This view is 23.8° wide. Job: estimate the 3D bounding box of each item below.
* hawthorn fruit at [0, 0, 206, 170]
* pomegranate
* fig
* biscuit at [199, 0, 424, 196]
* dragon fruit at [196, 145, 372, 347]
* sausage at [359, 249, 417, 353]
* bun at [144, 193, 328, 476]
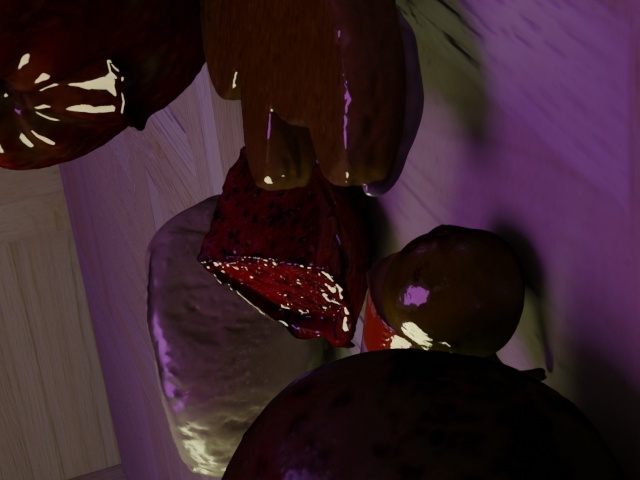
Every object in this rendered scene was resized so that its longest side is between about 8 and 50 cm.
[{"bbox_3d":[-0.263,-0.275,1.286,0.403,0.402,0.403,165,90,-76],"label":"hawthorn fruit"},{"bbox_3d":[0.069,0.199,0.798,0.306,0.242,0.242,60,180,-45],"label":"pomegranate"},{"bbox_3d":[0.079,0.040,0.854,0.082,0.084,0.098,-50,-55,-63],"label":"fig"},{"bbox_3d":[-0.014,-0.174,1.011,0.432,0.064,0.283,-170,77,-76],"label":"biscuit"},{"bbox_3d":[0.001,0.001,1.134,0.161,0.120,0.127,3,66,50],"label":"dragon fruit"},{"bbox_3d":[0.058,0.114,1.011,0.274,0.074,0.074,94,157,-51],"label":"sausage"},{"bbox_3d":[-0.069,0.086,1.323,0.244,0.153,0.244,-9,-90,-85],"label":"bun"}]
